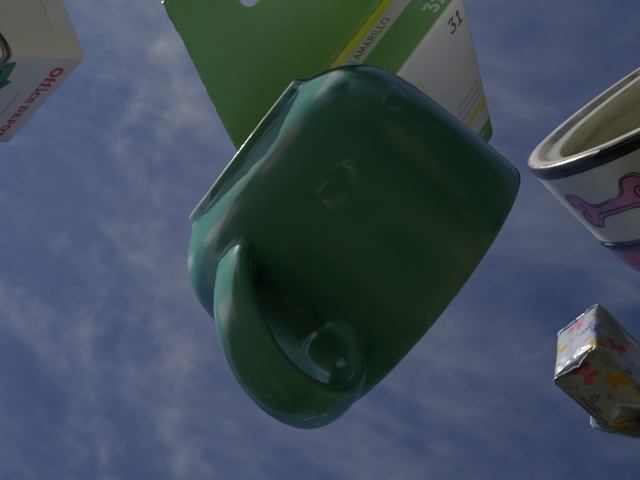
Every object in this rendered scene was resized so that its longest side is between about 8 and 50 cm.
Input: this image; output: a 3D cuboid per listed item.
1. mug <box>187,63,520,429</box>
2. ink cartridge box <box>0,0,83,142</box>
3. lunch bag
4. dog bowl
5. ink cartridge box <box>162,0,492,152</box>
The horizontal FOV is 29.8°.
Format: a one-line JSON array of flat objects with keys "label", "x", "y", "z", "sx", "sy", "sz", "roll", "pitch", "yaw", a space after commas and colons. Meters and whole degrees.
[{"label": "mug", "x": 0.005, "y": -0.007, "z": 0.489, "sx": 0.097, "sy": 0.158, "sz": 0.129, "roll": 38, "pitch": -85, "yaw": -5}, {"label": "ink cartridge box", "x": -0.351, "y": -0.163, "z": 1.089, "sx": 0.160, "sy": 0.219, "sz": 0.092, "roll": -36, "pitch": -110, "yaw": 40}, {"label": "lunch bag", "x": 0.208, "y": 0.099, "z": 0.851, "sx": 0.083, "sy": 0.071, "sz": 0.053, "roll": 40, "pitch": -63, "yaw": -8}, {"label": "dog bowl", "x": 0.412, "y": -0.119, "z": 1.162, "sx": 0.408, "sy": 0.408, "sz": 0.150, "roll": -30, "pitch": -84, "yaw": 22}, {"label": "ink cartridge box", "x": 0.019, "y": -0.091, "z": 0.685, "sx": 0.056, "sy": 0.171, "sz": 0.235, "roll": 18, "pitch": -32, "yaw": 32}]
